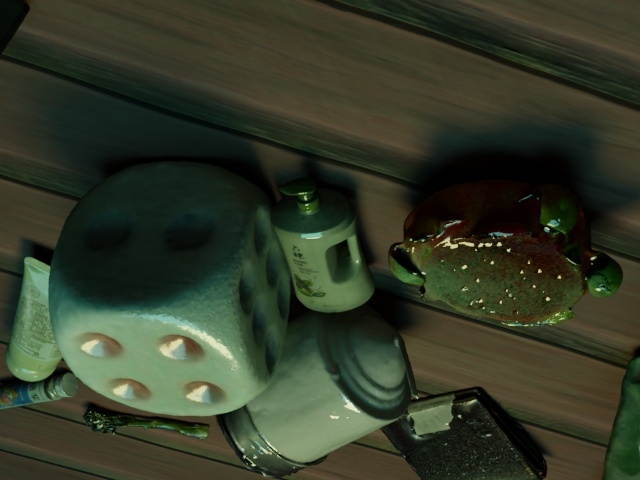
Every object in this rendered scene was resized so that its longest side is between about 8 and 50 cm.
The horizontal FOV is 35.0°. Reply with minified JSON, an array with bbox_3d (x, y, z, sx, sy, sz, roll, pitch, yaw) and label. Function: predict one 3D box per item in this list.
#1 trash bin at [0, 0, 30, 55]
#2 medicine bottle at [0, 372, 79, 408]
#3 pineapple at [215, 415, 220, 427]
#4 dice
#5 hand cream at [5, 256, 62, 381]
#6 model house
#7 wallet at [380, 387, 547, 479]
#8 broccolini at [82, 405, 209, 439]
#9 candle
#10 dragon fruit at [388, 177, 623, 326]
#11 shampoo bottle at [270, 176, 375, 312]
[{"bbox_3d":[-0.543,-0.269,1.156,0.343,0.158,0.223,35,136,-20],"label":"trash bin"},{"bbox_3d":[-0.552,0.291,1.959,0.191,0.051,0.051,-13,136,28],"label":"medicine bottle"},{"bbox_3d":[-0.052,0.333,1.778,0.250,0.164,0.140,-23,144,10],"label":"pineapple"},{"bbox_3d":[-0.196,0.068,1.398,0.263,0.264,0.268,0,140,15],"label":"dice"},{"bbox_3d":[-0.460,0.138,1.705,0.147,0.093,0.306,27,139,-10],"label":"hand cream"},{"bbox_3d":[0.570,0.359,1.587,0.194,0.267,0.325,8,157,27],"label":"model house"},{"bbox_3d":[0.255,0.370,1.831,0.221,0.071,0.262,-17,127,34],"label":"wallet"},{"bbox_3d":[-0.349,0.374,2.010,0.255,0.057,0.071,9,-175,8],"label":"broccolini"},{"bbox_3d":[0.008,0.213,1.561,0.343,0.221,0.221,-34,124,31],"label":"candle"},{"bbox_3d":[0.238,0.011,1.315,0.295,0.130,0.268,8,143,5],"label":"dragon fruit"},{"bbox_3d":[0.000,0.000,1.402,0.118,0.087,0.234,-3,140,12],"label":"shampoo bottle"}]
